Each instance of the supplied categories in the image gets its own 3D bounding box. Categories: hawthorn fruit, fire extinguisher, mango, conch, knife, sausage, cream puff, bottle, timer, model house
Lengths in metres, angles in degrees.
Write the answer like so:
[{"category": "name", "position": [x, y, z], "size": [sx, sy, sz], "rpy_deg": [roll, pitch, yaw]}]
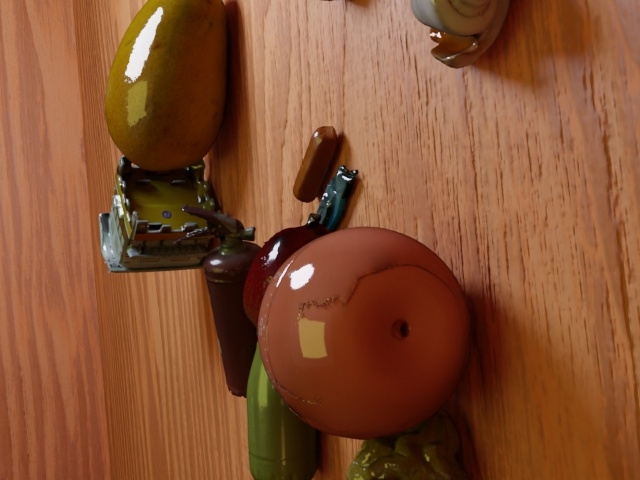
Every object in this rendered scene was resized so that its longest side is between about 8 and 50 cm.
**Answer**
[{"category": "hawthorn fruit", "position": [-0.020, 0.057, 0.976], "size": [0.169, 0.169, 0.188], "rpy_deg": [45, 121, 51]}, {"category": "fire extinguisher", "position": [-0.152, 0.095, 1.171], "size": [0.106, 0.147, 0.337], "rpy_deg": [-87, -10, -68]}, {"category": "mango", "position": [-0.292, -0.323, 1.386], "size": [0.264, 0.221, 0.378], "rpy_deg": [31, 108, 48]}, {"category": "conch", "position": [0.128, -0.234, 0.724], "size": [0.104, 0.094, 0.176], "rpy_deg": [49, 162, -16]}, {"category": "knife", "position": [-0.002, 0.000, 1.072], "size": [0.044, 0.026, 0.297], "rpy_deg": [50, 137, 31]}, {"category": "sausage", "position": [-0.006, -0.114, 1.048], "size": [0.039, 0.041, 0.131], "rpy_deg": [-91, 18, -47]}, {"category": "cream puff", "position": [0.104, 0.262, 0.818], "size": [0.146, 0.146, 0.116], "rpy_deg": [-62, 2, 45]}, {"category": "bottle", "position": [-0.062, 0.251, 1.126], "size": [0.112, 0.112, 0.260], "rpy_deg": [8, 101, 62]}, {"category": "timer", "position": [0.045, 0.100, 0.777], "size": [0.215, 0.229, 0.230], "rpy_deg": [155, 109, -67]}, {"category": "model house", "position": [-0.339, -0.042, 1.498], "size": [0.198, 0.224, 0.215], "rpy_deg": [65, 145, 34]}]
